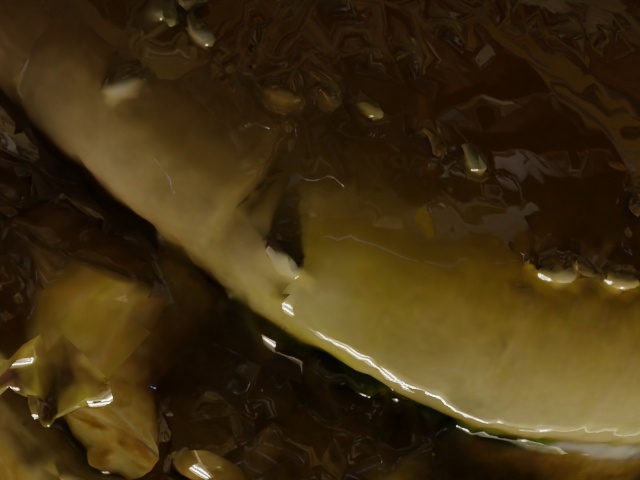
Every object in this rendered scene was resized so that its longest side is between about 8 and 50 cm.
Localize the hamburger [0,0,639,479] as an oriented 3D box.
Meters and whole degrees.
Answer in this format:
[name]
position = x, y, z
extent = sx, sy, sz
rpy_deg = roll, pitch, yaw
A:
[hamburger]
position = 0.000, 0.000, 0.578
extent = 0.268, 0.445, 0.287
rpy_deg = -56, -169, 38
